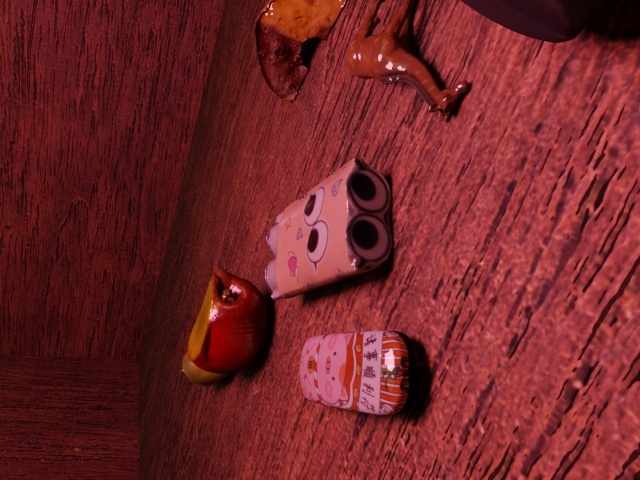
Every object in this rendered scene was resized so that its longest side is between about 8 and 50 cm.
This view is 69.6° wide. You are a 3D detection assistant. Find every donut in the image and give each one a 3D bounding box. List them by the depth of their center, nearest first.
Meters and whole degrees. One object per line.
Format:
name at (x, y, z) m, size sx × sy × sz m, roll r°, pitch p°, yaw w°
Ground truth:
donut at (-0.072, -0.467, 1.027) m, size 0.295 × 0.151 × 0.112 m, roll 127°, pitch 153°, yaw -45°

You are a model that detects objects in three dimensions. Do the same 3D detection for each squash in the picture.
squash at (-0.287, 0.315, 1.208) m, size 0.187 × 0.123 × 0.122 m, roll -37°, pitch 49°, yaw 56°

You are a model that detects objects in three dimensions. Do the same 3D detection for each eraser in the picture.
eraser at (0.000, 0.000, 0.768) m, size 0.291 × 0.087 × 0.171 m, roll -28°, pitch 55°, yaw 58°

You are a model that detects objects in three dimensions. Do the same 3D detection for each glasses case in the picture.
glasses case at (0.040, 0.181, 0.642) m, size 0.267 × 0.067 × 0.103 m, roll -27°, pitch 58°, yaw 59°

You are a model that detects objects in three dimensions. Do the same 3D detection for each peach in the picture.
peach at (-0.207, 0.215, 1.029) m, size 0.153 × 0.159 × 0.267 m, roll -102°, pitch 34°, yaw -56°

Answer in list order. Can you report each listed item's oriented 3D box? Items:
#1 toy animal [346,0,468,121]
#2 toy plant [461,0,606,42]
toy animal at (0.119, -0.263, 0.657) m, size 0.224 × 0.066 × 0.229 m, roll 0°, pitch 71°, yaw 45°
toy plant at (0.243, -0.348, 0.298) m, size 0.400 × 0.186 × 0.279 m, roll -59°, pitch 44°, yaw 20°
